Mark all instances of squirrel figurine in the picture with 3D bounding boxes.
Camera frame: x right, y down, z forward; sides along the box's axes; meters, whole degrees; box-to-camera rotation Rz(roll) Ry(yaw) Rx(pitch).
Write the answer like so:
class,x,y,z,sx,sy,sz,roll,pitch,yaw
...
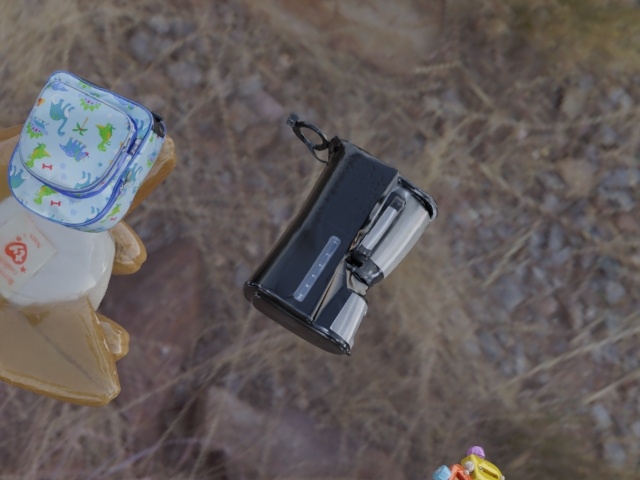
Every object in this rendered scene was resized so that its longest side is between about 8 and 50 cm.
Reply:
class,x,y,z,sx,sy,sz,roll,pitch,yaw
squirrel figurine,-0.384,0.017,1.616,0.397,0.370,0.281,9,83,-20

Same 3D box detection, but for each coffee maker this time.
class,x,y,z,sx,sy,sz,roll,pitch,yaw
coffee maker,0.000,0.000,1.502,0.171,0.120,0.178,29,75,22

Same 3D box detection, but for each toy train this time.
class,x,y,z,sx,sy,sz,roll,pitch,yaw
toy train,0.176,0.294,1.649,0.166,0.046,0.125,47,28,-12

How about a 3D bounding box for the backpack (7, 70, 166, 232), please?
class,x,y,z,sx,sy,sz,roll,pitch,yaw
backpack,-0.192,-0.068,1.212,0.105,0.084,0.114,26,92,11
